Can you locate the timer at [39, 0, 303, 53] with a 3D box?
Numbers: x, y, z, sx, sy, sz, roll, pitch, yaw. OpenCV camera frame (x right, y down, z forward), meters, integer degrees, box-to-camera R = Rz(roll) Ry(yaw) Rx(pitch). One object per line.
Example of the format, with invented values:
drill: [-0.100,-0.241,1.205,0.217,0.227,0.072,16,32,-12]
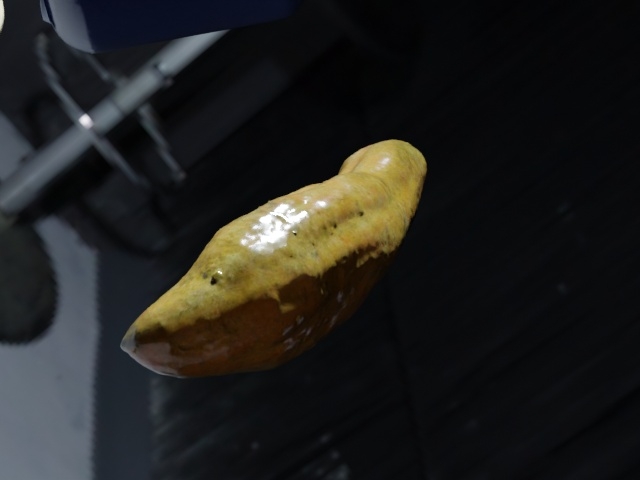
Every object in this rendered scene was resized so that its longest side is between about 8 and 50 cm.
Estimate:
timer: [0.045,-0.236,0.917,0.270,0.383,0.270,178,-90,-88]

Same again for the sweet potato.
sweet potato: [0.002,0.001,0.652,0.053,0.054,0.182,28,34,20]

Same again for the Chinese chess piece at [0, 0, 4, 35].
Chinese chess piece: [-0.369,-0.195,1.174,0.338,0.140,0.338,42,17,-15]
